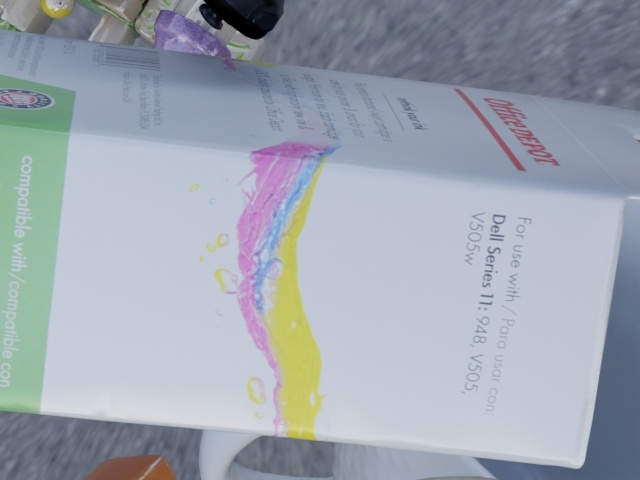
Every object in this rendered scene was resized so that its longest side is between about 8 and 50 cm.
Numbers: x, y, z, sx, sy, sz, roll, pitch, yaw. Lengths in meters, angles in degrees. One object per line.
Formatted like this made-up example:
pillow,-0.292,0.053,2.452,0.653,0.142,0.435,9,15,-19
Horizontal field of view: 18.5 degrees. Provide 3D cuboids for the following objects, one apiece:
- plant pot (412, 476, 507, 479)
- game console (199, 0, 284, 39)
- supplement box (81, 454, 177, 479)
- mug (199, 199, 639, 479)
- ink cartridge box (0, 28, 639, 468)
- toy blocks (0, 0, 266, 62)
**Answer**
plant pot,0.069,0.317,1.102,0.333,0.305,0.334,0,76,-1
game console,-0.088,-0.201,0.935,0.213,0.361,0.044,33,108,-23
supplement box,-0.114,0.281,1.508,0.078,0.080,0.233,-40,109,-42
mug,0.099,0.149,1.402,0.374,0.328,0.276,3,59,-15
ink cartridge box,0.000,0.000,0.830,0.353,0.207,0.119,6,105,-6
toy blocks,-0.210,-0.093,1.343,0.288,0.309,0.260,31,81,6
